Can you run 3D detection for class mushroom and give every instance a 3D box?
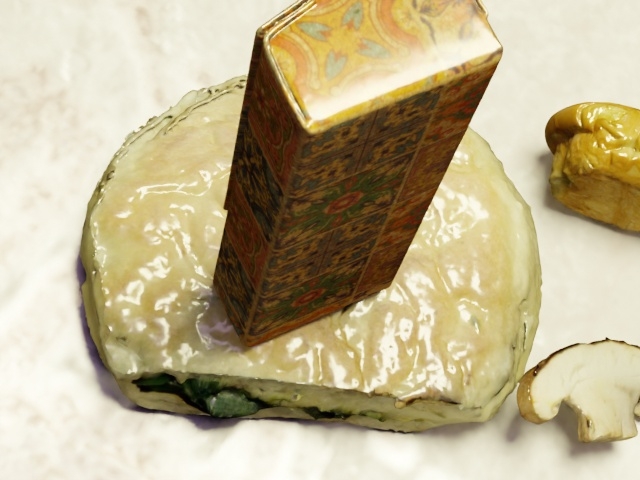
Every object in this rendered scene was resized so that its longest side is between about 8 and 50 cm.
[{"bbox_3d":[0.129,0.070,0.756,0.101,0.019,0.049,4,66,-35],"label":"mushroom"}]

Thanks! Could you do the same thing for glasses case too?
[{"bbox_3d":[0.004,-0.027,0.616,0.075,0.218,0.049,-22,73,-16],"label":"glasses case"}]

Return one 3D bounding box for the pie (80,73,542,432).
[{"bbox_3d":[0.001,-0.001,0.754,0.218,0.052,0.185,8,68,-7],"label":"pie"}]

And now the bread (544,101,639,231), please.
[{"bbox_3d":[0.149,-0.037,0.792,0.083,0.081,0.046,8,72,26],"label":"bread"}]
